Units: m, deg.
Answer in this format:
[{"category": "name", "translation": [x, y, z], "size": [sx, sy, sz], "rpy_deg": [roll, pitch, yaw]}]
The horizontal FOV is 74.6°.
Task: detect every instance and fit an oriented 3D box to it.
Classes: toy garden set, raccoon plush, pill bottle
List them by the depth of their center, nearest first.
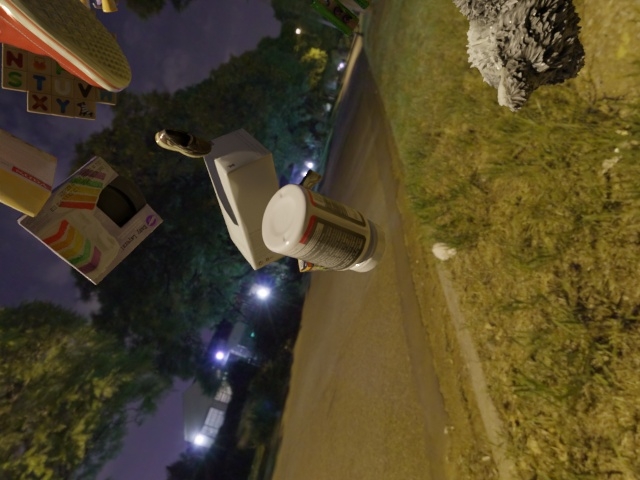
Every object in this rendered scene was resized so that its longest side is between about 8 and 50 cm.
[{"category": "raccoon plush", "translation": [0.274, -0.357, 0.521], "size": [0.216, 0.299, 0.446], "rpy_deg": [-27, -2, 7]}, {"category": "toy garden set", "translation": [0.053, -0.593, 0.860], "size": [0.244, 0.203, 0.049], "rpy_deg": [-58, 27, 8]}, {"category": "pill bottle", "translation": [0.016, -0.017, 1.016], "size": [0.161, 0.283, 0.161], "rpy_deg": [-22, 59, 42]}]

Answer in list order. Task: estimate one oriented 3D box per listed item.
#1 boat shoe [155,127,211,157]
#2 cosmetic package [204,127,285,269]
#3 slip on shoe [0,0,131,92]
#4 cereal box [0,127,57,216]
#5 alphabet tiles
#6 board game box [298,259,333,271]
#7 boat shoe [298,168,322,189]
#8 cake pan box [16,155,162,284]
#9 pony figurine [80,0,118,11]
[{"category": "boat shoe", "translation": [-0.342, -0.252, 1.081], "size": [0.049, 0.152, 0.056], "rpy_deg": [-17, 79, 41]}, {"category": "cosmetic package", "translation": [-0.225, -0.125, 1.323], "size": [0.217, 0.156, 0.385], "rpy_deg": [46, 153, 40]}, {"category": "slip on shoe", "translation": [-0.399, -0.293, 0.519], "size": [0.101, 0.331, 0.123], "rpy_deg": [-43, 34, 27]}, {"category": "cereal box", "translation": [-0.496, -0.129, 0.628], "size": [0.047, 0.173, 0.240], "rpy_deg": [-54, 35, 2]}, {"category": "alphabet tiles", "translation": [-0.756, -0.532, 1.232], "size": [0.011, 0.285, 0.343], "rpy_deg": [-9, 82, 58]}, {"category": "board game box", "translation": [0.000, 0.000, 1.163], "size": [0.048, 0.141, 0.170], "rpy_deg": [-36, 60, 52]}, {"category": "boat shoe", "translation": [-0.049, -0.171, 1.384], "size": [0.153, 0.048, 0.056], "rpy_deg": [-52, 21, 41]}, {"category": "cake pan box", "translation": [-0.605, -0.057, 1.138], "size": [0.070, 0.246, 0.267], "rpy_deg": [13, 55, 49]}, {"category": "pony figurine", "translation": [-0.768, -0.911, 1.301], "size": [0.351, 0.302, 0.364], "rpy_deg": [-28, -49, -32]}]
